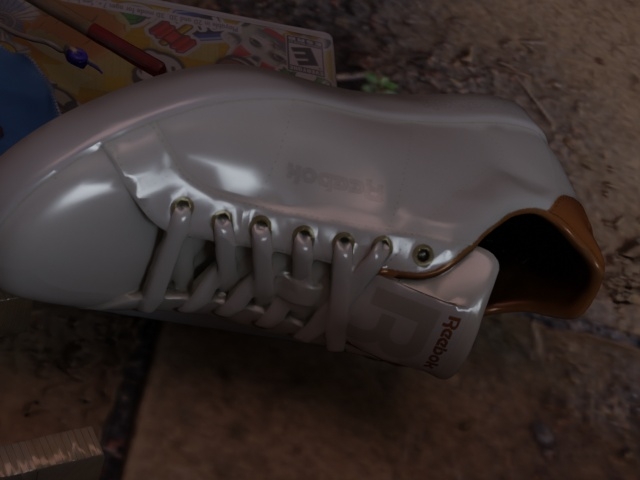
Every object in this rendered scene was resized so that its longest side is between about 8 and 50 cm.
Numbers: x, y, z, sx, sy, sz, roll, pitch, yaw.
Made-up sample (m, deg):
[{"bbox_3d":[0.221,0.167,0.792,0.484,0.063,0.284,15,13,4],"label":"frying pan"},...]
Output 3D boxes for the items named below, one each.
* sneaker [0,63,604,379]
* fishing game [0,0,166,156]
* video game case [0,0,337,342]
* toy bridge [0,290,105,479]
[{"bbox_3d":[0.000,0.000,0.748,0.290,0.106,0.123,-6,47,-30],"label":"sneaker"},{"bbox_3d":[-0.203,-0.050,0.772,0.189,0.041,0.264,32,52,23],"label":"fishing game"},{"bbox_3d":[-0.099,-0.048,0.855,0.227,0.026,0.206,10,44,-14],"label":"video game case"},{"bbox_3d":[-0.117,0.092,0.705,0.063,0.026,0.188,-10,51,-27],"label":"toy bridge"}]
